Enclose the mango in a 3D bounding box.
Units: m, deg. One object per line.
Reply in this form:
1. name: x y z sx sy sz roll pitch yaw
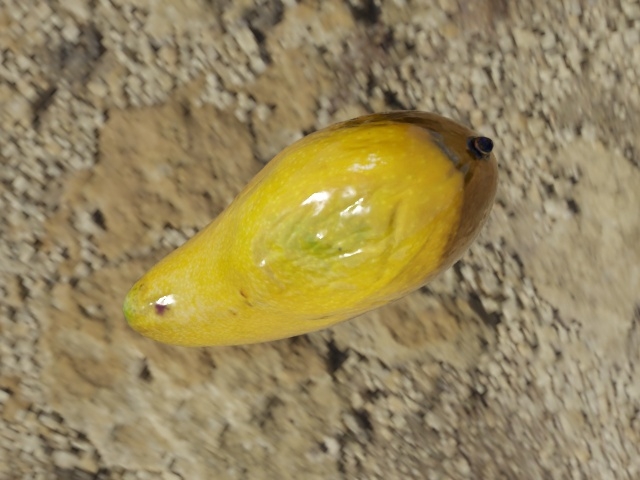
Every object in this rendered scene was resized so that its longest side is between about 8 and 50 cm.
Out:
1. mango: 0.000 0.000 0.734 0.190 0.098 0.075 -31 68 41
